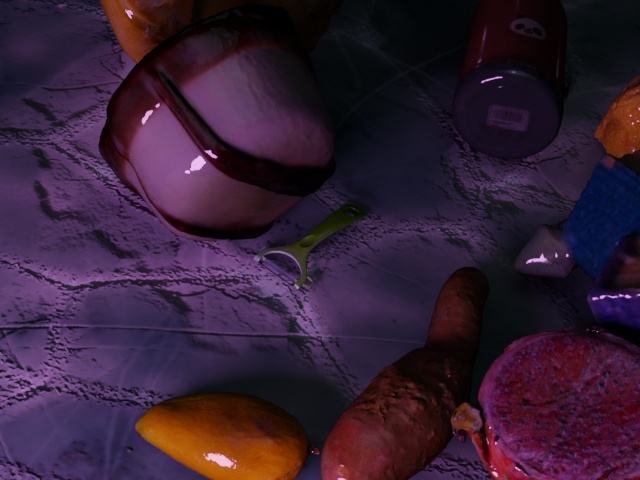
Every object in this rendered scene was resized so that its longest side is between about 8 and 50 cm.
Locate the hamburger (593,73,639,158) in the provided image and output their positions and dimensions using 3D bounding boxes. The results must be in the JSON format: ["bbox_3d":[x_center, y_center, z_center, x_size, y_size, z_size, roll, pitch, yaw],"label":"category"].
[{"bbox_3d":[0.515,-0.147,1.666,0.283,0.157,0.144,30,46,20],"label":"hamburger"}]

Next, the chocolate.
[{"bbox_3d":[-0.098,-0.109,1.444,0.283,0.283,0.186,-27,72,-33],"label":"chocolate"}]

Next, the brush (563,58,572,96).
[{"bbox_3d":[0.341,-0.272,1.839,0.027,0.034,0.190,11,43,-16],"label":"brush"}]

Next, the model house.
[{"bbox_3d":[0.388,0.052,1.407,0.280,0.245,0.312,-28,32,-7],"label":"model house"}]

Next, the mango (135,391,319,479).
[{"bbox_3d":[-0.092,0.194,1.259,0.187,0.066,0.101,13,43,13],"label":"mango"}]

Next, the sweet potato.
[{"bbox_3d":[0.111,0.149,1.321,0.109,0.109,0.385,27,41,15],"label":"sweet potato"}]

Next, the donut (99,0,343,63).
[{"bbox_3d":[-0.113,-0.363,1.618,0.360,0.360,0.170,-13,47,-24],"label":"donut"}]

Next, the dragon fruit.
[{"bbox_3d":[0.270,0.204,1.252,0.282,0.147,0.211,-3,47,3],"label":"dragon fruit"}]

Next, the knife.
[{"bbox_3d":[0.000,-0.002,1.502,0.078,0.023,0.166,38,50,17],"label":"knife"}]

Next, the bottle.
[{"bbox_3d":[0.272,-0.264,1.739,0.144,0.144,0.336,15,43,3],"label":"bottle"}]
